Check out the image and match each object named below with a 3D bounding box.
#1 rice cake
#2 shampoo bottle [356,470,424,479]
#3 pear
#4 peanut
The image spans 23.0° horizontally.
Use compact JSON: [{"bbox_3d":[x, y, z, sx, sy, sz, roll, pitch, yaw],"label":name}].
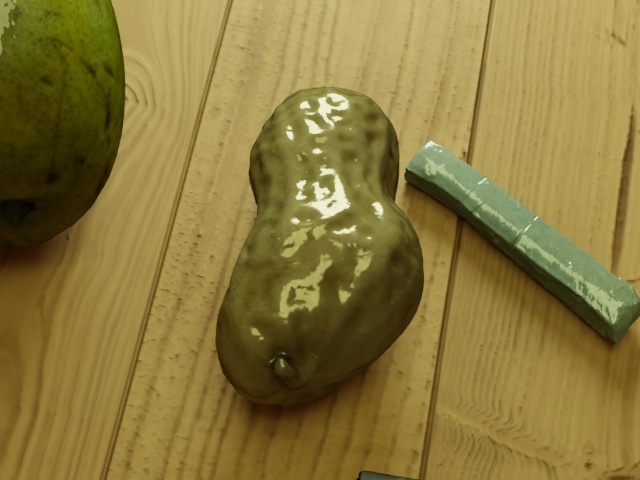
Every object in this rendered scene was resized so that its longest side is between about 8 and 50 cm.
[{"bbox_3d":[0.176,-0.002,1.371,0.245,0.042,0.045,40,75,19],"label":"rice cake"},{"bbox_3d":[0.128,0.225,1.213,0.214,0.072,0.072,10,58,0],"label":"shampoo bottle"},{"bbox_3d":[-0.288,-0.149,1.306,0.253,0.253,0.307,-11,68,-12],"label":"pear"},{"bbox_3d":[0.009,0.004,1.297,0.159,0.143,0.291,9,56,1],"label":"peanut"}]
